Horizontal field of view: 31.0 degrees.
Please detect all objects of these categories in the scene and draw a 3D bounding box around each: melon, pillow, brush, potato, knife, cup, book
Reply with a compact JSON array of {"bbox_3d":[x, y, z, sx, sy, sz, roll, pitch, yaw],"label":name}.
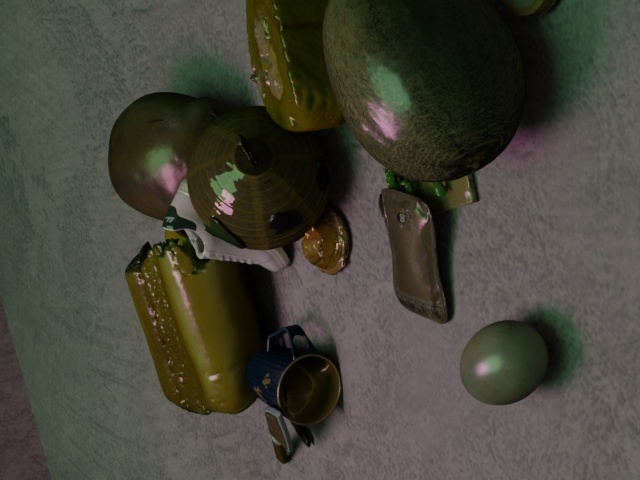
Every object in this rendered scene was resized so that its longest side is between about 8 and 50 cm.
[{"bbox_3d":[0.135,-0.234,1.533,0.329,0.248,0.248,64,146,16],"label":"melon"},{"bbox_3d":[0.147,0.025,1.793,0.130,0.033,0.218,24,131,49],"label":"pillow"},{"bbox_3d":[-0.069,0.332,2.270,0.193,0.016,0.063,49,140,36],"label":"brush"},{"bbox_3d":[-0.284,-0.160,2.212,0.326,0.221,0.243,16,81,51],"label":"potato"},{"bbox_3d":[-0.072,0.371,2.171,0.061,0.027,0.343,42,162,21],"label":"knife"},{"bbox_3d":[-0.058,0.239,2.124,0.155,0.131,0.177,9,105,60],"label":"cup"},{"bbox_3d":[0.158,-0.122,1.757,0.192,0.013,0.168,-16,88,57],"label":"book"}]

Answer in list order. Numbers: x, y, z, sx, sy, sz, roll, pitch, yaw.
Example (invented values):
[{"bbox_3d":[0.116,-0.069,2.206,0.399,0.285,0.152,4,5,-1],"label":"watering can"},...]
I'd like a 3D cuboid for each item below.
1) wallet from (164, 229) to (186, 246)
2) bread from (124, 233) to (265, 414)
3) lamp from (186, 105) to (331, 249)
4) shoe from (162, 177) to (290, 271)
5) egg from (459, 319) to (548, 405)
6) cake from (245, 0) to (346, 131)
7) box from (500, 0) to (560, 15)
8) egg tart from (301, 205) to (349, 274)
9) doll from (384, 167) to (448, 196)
[{"bbox_3d":[-0.263,0.088,2.438,0.141,0.067,0.241,31,131,42],"label":"wallet"},{"bbox_3d":[-0.226,0.156,2.255,0.251,0.208,0.377,4,112,51],"label":"bread"},{"bbox_3d":[-0.104,-0.115,1.924,0.284,0.250,0.250,81,165,-74],"label":"lamp"},{"bbox_3d":[-0.177,0.000,2.098,0.265,0.110,0.095,41,165,-27],"label":"shoe"},{"bbox_3d":[0.256,0.174,1.626,0.152,0.114,0.114,-48,62,49],"label":"egg"},{"bbox_3d":[-0.027,-0.302,1.843,0.179,0.156,0.261,158,102,-73],"label":"cake"},{"bbox_3d":[0.269,-0.341,1.483,0.105,0.037,0.106,28,125,49],"label":"box"},{"bbox_3d":[0.000,0.000,2.011,0.128,0.049,0.129,24,120,52],"label":"egg tart"},{"bbox_3d":[0.144,-0.113,1.726,0.115,0.050,0.190,67,155,-1],"label":"doll"}]
